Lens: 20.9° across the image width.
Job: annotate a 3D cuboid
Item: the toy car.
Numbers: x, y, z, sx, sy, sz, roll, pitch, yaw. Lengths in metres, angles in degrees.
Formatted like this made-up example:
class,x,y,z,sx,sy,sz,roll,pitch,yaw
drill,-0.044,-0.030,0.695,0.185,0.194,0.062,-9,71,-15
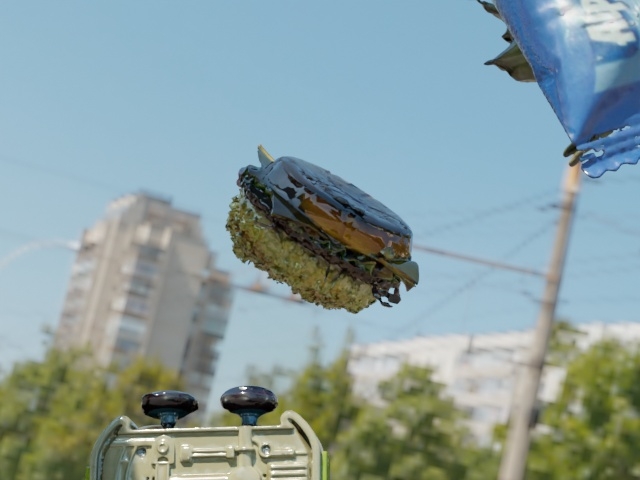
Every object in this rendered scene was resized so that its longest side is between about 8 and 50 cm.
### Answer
class,x,y,z,sx,sy,sz,roll,pitch,yaw
toy car,-0.107,0.272,1.816,0.248,0.204,0.198,-2,-19,6

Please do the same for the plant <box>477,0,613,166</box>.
class,x,y,z,sx,sy,sz,roll,pitch,yaw
plant,0.317,-0.247,1.991,0.251,0.180,0.333,-30,-19,12

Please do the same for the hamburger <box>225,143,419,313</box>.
class,x,y,z,sx,sy,sz,roll,pitch,yaw
hamburger,0.000,0.000,2.057,0.243,0.138,0.261,27,11,-16

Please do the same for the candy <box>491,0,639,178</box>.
class,x,y,z,sx,sy,sz,roll,pitch,yaw
candy,0.223,-0.208,1.469,0.187,0.331,0.077,-16,-27,-26
